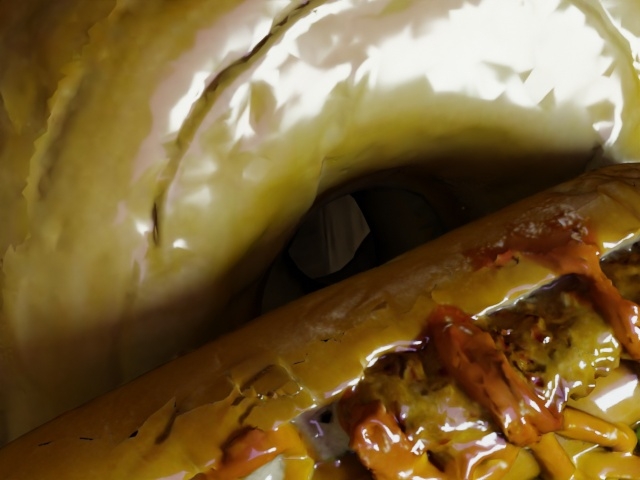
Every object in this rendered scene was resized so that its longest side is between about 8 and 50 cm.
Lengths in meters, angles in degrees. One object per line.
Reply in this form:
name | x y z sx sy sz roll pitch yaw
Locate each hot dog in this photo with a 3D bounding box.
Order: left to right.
hot dog | 0.031 0.092 0.639 0.349 0.117 0.158 -24 121 -14

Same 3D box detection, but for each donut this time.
donut | 0.000 0.000 0.770 0.449 0.198 0.449 -9 115 -21
